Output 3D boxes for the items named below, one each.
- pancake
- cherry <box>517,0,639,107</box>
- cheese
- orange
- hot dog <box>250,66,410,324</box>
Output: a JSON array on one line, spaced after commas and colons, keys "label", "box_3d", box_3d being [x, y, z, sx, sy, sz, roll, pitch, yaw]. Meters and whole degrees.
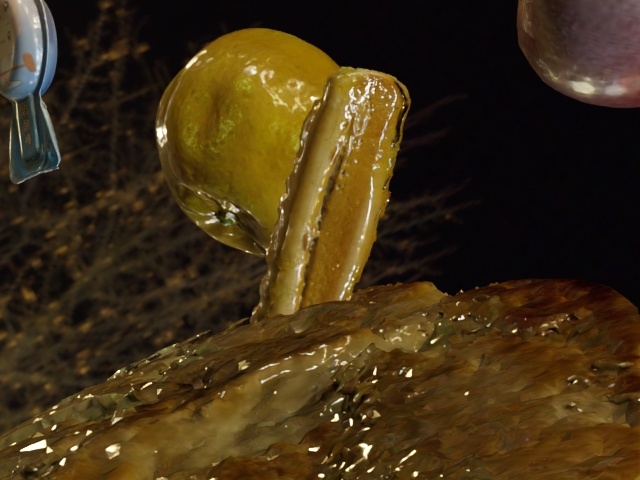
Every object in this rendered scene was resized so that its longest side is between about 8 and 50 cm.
[{"label": "pancake", "box_3d": [-0.046, 0.096, 0.432, 0.356, 0.356, 0.065, -2, -68, 51]}, {"label": "cherry", "box_3d": [0.277, -0.238, 1.099, 0.221, 0.308, 0.261, -101, 178, -58]}, {"label": "cheese", "box_3d": [-0.340, -0.193, 1.519, 0.135, 0.052, 0.244, -13, -97, 51]}, {"label": "orange", "box_3d": [-0.063, -0.110, 1.569, 0.279, 0.235, 0.279, 36, -18, 13]}, {"label": "hot dog", "box_3d": [-0.001, 0.000, 1.076, 0.068, 0.083, 0.289, -120, -133, -74]}]
